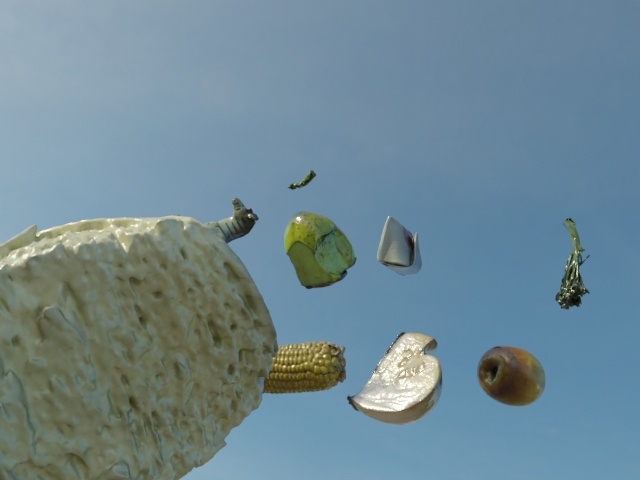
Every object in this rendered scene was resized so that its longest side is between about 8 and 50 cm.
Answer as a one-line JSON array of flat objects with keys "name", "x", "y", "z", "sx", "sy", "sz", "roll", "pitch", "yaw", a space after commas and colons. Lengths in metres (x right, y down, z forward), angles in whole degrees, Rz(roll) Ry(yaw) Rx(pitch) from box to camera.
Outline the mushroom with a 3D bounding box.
[{"name": "mushroom", "x": 0.219, "y": 0.346, "z": 1.465, "sx": 0.173, "sy": 0.236, "sz": 0.162, "roll": 16, "pitch": -34, "yaw": 46}]

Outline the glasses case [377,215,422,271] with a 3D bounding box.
[{"name": "glasses case", "x": 0.207, "y": 0.020, "z": 1.604, "sx": 0.083, "sy": 0.128, "sz": 0.308, "roll": 2, "pitch": -5, "yaw": 14}]

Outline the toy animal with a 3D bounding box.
[{"name": "toy animal", "x": -0.237, "y": 0.006, "z": 1.397, "sx": 0.176, "sy": 0.216, "sz": 0.073, "roll": 4, "pitch": -38, "yaw": 6}]

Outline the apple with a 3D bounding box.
[{"name": "apple", "x": 0.495, "y": 0.353, "z": 1.653, "sx": 0.147, "sy": 0.146, "sz": 0.163, "roll": 15, "pitch": -20, "yaw": -26}]

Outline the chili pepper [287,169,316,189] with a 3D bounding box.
[{"name": "chili pepper", "x": -0.046, "y": -0.148, "z": 1.620, "sx": 0.083, "sy": 0.022, "sz": 0.027, "roll": -30, "pitch": -30, "yaw": 21}]

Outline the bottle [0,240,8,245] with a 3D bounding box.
[{"name": "bottle", "x": -0.452, "y": 0.052, "z": 0.980, "sx": 0.110, "sy": 0.233, "sz": 0.109, "roll": 17, "pitch": -69, "yaw": 51}]

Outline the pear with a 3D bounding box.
[{"name": "pear", "x": 0.000, "y": 0.000, "z": 2.203, "sx": 0.164, "sy": 0.238, "sz": 0.255, "roll": -9, "pitch": -64, "yaw": 36}]

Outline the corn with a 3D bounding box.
[{"name": "corn", "x": -0.098, "y": 0.271, "z": 1.335, "sx": 0.305, "sy": 0.106, "sz": 0.106, "roll": -7, "pitch": -44, "yaw": 7}]

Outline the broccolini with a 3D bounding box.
[{"name": "broccolini", "x": 0.606, "y": 0.058, "z": 1.563, "sx": 0.062, "sy": 0.271, "sz": 0.123, "roll": 21, "pitch": -42, "yaw": -7}]

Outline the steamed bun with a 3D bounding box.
[{"name": "steamed bun", "x": -0.189, "y": 0.111, "z": 0.647, "sx": 0.273, "sy": 0.272, "sz": 0.290, "roll": -151, "pitch": -129, "yaw": -63}]
